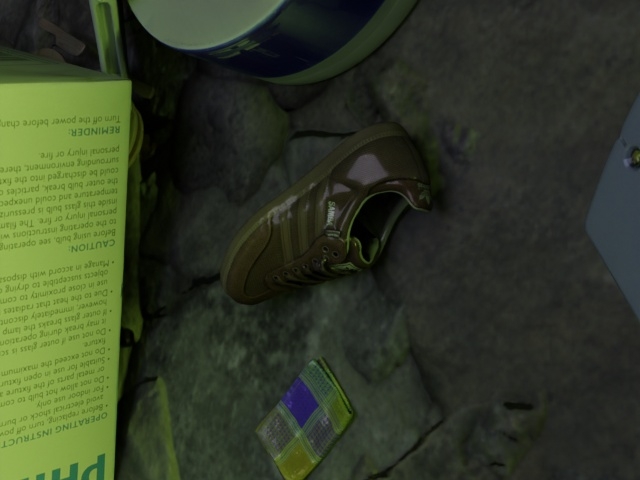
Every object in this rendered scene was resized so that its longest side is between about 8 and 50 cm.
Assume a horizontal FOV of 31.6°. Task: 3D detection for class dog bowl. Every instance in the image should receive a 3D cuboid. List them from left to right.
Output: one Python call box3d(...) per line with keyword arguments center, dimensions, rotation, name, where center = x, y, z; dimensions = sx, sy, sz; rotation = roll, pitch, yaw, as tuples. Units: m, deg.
box3d(center=(-0.034, -0.255, 0.834), dimensions=(0.265, 0.104, 0.265), rotation=(-9, 76, 43), name="dog bowl")

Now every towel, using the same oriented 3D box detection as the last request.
box3d(center=(-0.012, 0.131, 0.814), dimensions=(0.083, 0.009, 0.060), rotation=(-52, 51, 25), name="towel")

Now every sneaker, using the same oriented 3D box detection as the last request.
box3d(center=(0.000, 0.000, 0.785), dimensions=(0.188, 0.066, 0.071), rotation=(-45, 56, 30), name="sneaker")

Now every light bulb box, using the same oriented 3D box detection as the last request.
box3d(center=(-0.353, 0.017, 0.966), dimensions=(0.358, 0.225, 0.361), rotation=(21, 112, 44), name="light bulb box")

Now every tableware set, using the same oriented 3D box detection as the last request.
box3d(center=(-0.225, -0.112, 1.042), dimensions=(0.194, 0.039, 0.128), rotation=(34, 95, 36), name="tableware set")

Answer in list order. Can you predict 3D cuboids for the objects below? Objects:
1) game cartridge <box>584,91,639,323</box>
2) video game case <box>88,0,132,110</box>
box3d(center=(0.235, -0.042, 0.508), dimensions=(0.196, 0.060, 0.294), rotation=(63, 147, 27), name="game cartridge")
box3d(center=(-0.181, -0.245, 0.934), dimensions=(0.193, 0.023, 0.212), rotation=(97, 165, -60), name="video game case")
